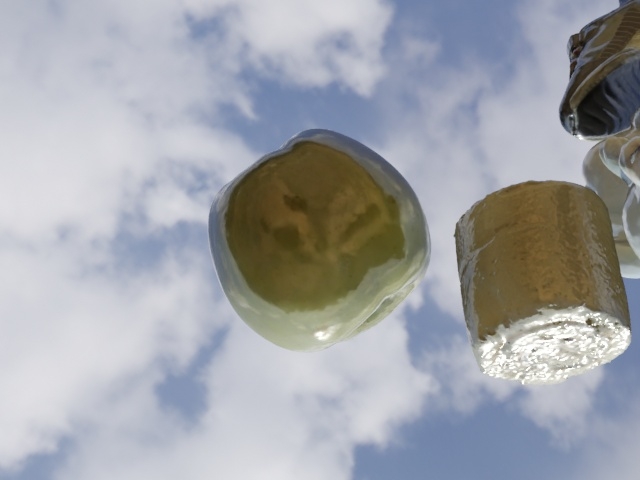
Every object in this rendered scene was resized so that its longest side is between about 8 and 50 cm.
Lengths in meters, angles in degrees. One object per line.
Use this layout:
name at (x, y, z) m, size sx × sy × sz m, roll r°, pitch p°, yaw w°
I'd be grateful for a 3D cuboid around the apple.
apple at (0.000, 0.000, 1.576) m, size 0.262 × 0.262 × 0.262 m, roll -8°, pitch -119°, yaw 15°

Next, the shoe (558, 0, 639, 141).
shoe at (0.325, -0.199, 1.511) m, size 0.227 × 0.099 × 0.112 m, roll -40°, pitch -137°, yaw -20°

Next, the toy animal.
toy animal at (0.356, -0.047, 1.332) m, size 0.174 × 0.249 × 0.289 m, roll -14°, pitch -144°, yaw -3°

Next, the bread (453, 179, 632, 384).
bread at (0.195, 0.039, 1.215) m, size 0.148 × 0.134 × 0.141 m, roll -46°, pitch -140°, yaw 48°
